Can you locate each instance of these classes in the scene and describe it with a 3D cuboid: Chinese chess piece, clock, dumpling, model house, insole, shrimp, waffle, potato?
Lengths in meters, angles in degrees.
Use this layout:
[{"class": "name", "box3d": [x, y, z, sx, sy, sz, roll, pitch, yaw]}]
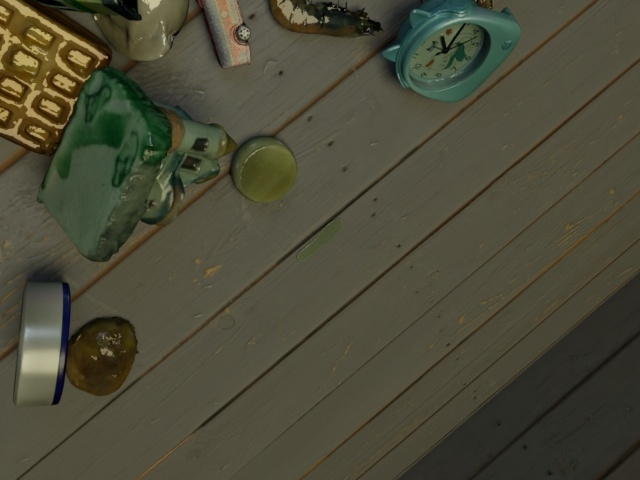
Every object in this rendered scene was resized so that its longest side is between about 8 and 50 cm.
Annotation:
[{"class": "Chinese chess piece", "box3d": [-0.121, -0.152, 1.071, 0.144, 0.058, 0.144, -16, 126, -23]}, {"class": "clock", "box3d": [0.263, -0.413, 1.053, 0.274, 0.094, 0.223, 6, 146, -31]}, {"class": "dumpling", "box3d": [-0.289, -0.388, 0.803, 0.150, 0.092, 0.176, 4, 122, -16]}, {"class": "model house", "box3d": [-0.269, -0.119, 0.892, 0.267, 0.194, 0.325, -56, 157, 19]}, {"class": "clock", "box3d": [-0.528, 0.193, 0.942, 0.083, 0.230, 0.230, 5, 117, -28]}, {"class": "insole", "box3d": [0.000, 0.000, 1.275, 0.152, 0.002, 0.053, -40, 131, -2]}, {"class": "shrimp", "box3d": [0.029, -0.488, 0.944, 0.262, 0.051, 0.198, 0, 119, -27]}, {"class": "waffle", "box3d": [-0.505, -0.290, 0.732, 0.327, 0.098, 0.224, 29, 101, -38]}, {"class": "potato", "box3d": [-0.484, 0.274, 1.122, 0.164, 0.081, 0.200, 4, 120, -33]}]

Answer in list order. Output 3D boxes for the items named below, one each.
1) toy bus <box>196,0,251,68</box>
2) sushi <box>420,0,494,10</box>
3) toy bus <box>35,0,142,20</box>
[{"class": "toy bus", "box3d": [-0.172, -0.403, 0.873, 0.077, 0.065, 0.192, -21, 128, -9]}, {"class": "sushi", "box3d": [0.318, -0.517, 1.099, 0.210, 0.040, 0.193, -21, 128, -18]}, {"class": "toy bus", "box3d": [-0.328, -0.452, 0.662, 0.164, 0.134, 0.276, 0, 104, -5]}]
